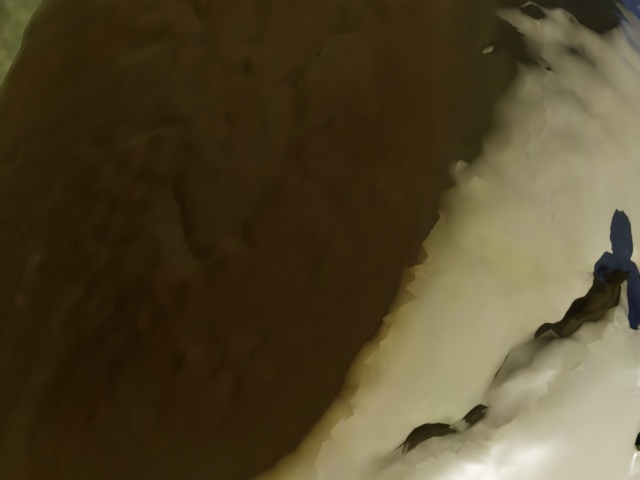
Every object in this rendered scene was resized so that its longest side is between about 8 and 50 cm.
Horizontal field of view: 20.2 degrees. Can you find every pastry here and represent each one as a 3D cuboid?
[{"bbox_3d":[0.001,0.002,0.529,0.265,0.133,0.265,-22,-123,38],"label":"pastry"}]
